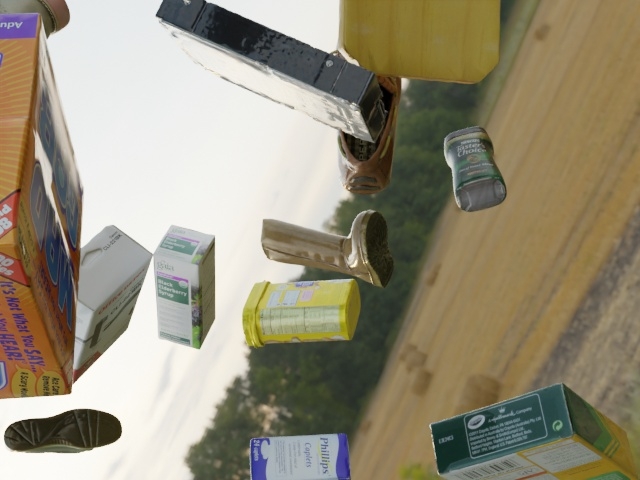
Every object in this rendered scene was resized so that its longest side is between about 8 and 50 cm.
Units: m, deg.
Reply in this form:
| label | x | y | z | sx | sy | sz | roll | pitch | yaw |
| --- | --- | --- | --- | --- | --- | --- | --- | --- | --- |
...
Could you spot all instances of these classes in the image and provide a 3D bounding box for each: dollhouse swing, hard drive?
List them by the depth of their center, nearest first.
| label | x | y | z | sx | sy | sz | roll | pitch | yaw |
| --- | --- | --- | --- | --- | --- | --- | --- | --- | --- |
| hard drive | -0.067 | -0.262 | 1.577 | 0.064 | 0.339 | 0.237 | -65 | -10 | -3 |
| dollhouse swing | 0.132 | -0.450 | 1.809 | 0.315 | 0.347 | 0.305 | -146 | 59 | -63 |

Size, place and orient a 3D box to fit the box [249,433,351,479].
| label | x | y | z | sx | sy | sz | roll | pitch | yaw |
| --- | --- | --- | --- | --- | --- | --- | --- | --- | --- |
| box | -0.028 | 0.338 | 1.446 | 0.126 | 0.137 | 0.072 | 91 | 175 | -48 |

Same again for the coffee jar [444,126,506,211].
| label | x | y | z | sx | sy | sz | roll | pitch | yaw |
| --- | --- | --- | --- | --- | --- | --- | --- | --- | --- |
| coffee jar | 0.292 | -0.140 | 1.959 | 0.184 | 0.096 | 0.079 | -95 | -13 | -51 |

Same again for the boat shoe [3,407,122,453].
| label | x | y | z | sx | sy | sz | roll | pitch | yaw |
| --- | --- | --- | --- | --- | --- | --- | --- | --- | --- |
| boat shoe | -0.343 | 0.260 | 1.372 | 0.048 | 0.153 | 0.056 | 123 | 137 | -62 |

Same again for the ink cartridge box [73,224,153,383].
| label | x | y | z | sx | sy | sz | roll | pitch | yaw |
| --- | --- | --- | --- | --- | --- | --- | --- | --- | --- |
| ink cartridge box | -0.458 | 0.129 | 2.054 | 0.197 | 0.114 | 0.273 | -50 | -9 | -43 |

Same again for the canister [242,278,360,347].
| label | x | y | z | sx | sy | sz | roll | pitch | yaw |
| --- | --- | --- | --- | --- | --- | --- | --- | --- | --- |
| canister | -0.028 | 0.114 | 1.655 | 0.126 | 0.170 | 0.073 | -69 | -28 | -60 |

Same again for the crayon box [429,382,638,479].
| label | x | y | z | sx | sy | sz | roll | pitch | yaw |
| --- | --- | --- | --- | --- | --- | --- | --- | --- | --- |
| crayon box | 0.325 | 0.315 | 1.501 | 0.323 | 0.203 | 0.083 | 36 | -141 | -48 |

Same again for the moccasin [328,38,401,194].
| label | x | y | z | sx | sy | sz | roll | pitch | yaw |
| --- | --- | --- | --- | --- | --- | --- | --- | --- | --- |
| moccasin | 0.076 | -0.274 | 1.873 | 0.147 | 0.139 | 0.380 | 85 | -168 | -62 |

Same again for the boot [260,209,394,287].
| label | x | y | z | sx | sy | sz | roll | pitch | yaw |
| --- | --- | --- | --- | --- | --- | --- | --- | --- | --- |
| boot | 0.000 | 0.000 | 2.066 | 0.236 | 0.270 | 0.089 | 75 | -144 | -52 |

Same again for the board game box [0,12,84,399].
| label | x | y | z | sx | sy | sz | roll | pitch | yaw |
| --- | --- | --- | --- | --- | --- | --- | --- | --- | --- |
| board game box | -0.511 | -0.031 | 1.295 | 0.356 | 0.357 | 0.356 | 93 | 173 | -55 |

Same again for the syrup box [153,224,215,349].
| label | x | y | z | sx | sy | sz | roll | pitch | yaw |
| --- | --- | --- | --- | --- | --- | --- | --- | --- | --- |
| syrup box | -0.261 | 0.092 | 1.992 | 0.096 | 0.093 | 0.237 | -66 | -14 | -46 |

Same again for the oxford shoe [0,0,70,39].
| label | x | y | z | sx | sy | sz | roll | pitch | yaw |
| --- | --- | --- | --- | --- | --- | --- | --- | --- | --- |
| oxford shoe | -0.612 | -0.400 | 1.707 | 0.146 | 0.397 | 0.140 | -55 | -31 | -31 |
